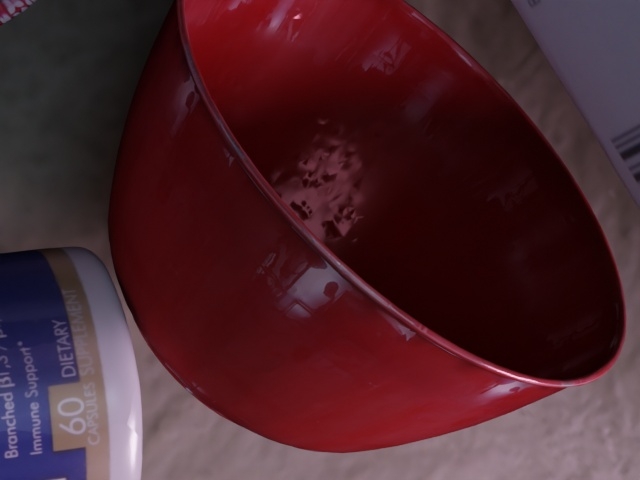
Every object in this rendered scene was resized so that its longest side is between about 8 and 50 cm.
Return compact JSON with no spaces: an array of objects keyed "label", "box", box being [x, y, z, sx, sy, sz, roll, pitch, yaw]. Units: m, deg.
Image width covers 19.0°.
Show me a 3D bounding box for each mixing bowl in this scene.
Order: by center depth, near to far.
[{"label":"mixing bowl","box":[0.000,0.000,0.618,0.181,0.181,0.098,35,121,-19]}]

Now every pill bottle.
[{"label":"pill bottle","box":[-0.147,0.056,0.587,0.169,0.094,0.094,-7,95,-20]}]

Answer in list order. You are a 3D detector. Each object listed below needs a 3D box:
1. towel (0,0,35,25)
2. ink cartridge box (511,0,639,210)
[{"label":"towel","box":[-0.149,-0.140,0.536,0.275,0.031,0.199,-35,92,10]},{"label":"ink cartridge box","box":[0.158,-0.132,0.569,0.307,0.072,0.303,-31,87,-43]}]
